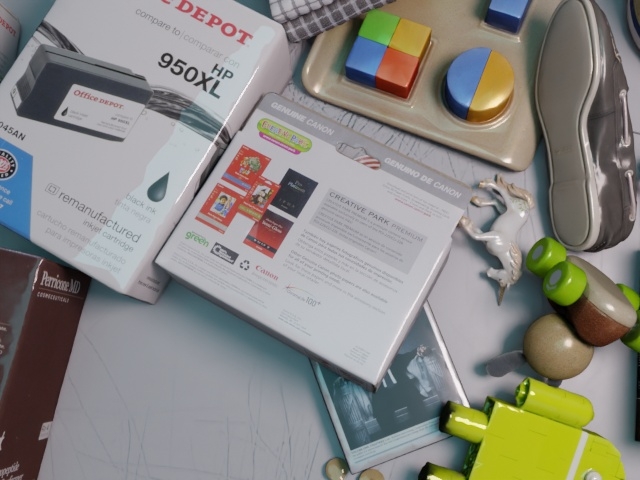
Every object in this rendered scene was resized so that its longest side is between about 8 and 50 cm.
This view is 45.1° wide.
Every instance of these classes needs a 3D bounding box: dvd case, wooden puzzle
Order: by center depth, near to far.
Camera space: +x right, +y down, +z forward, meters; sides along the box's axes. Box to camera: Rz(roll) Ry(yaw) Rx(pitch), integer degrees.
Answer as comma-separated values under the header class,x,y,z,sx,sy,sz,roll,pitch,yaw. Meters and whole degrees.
class,x,y,z,sx,sy,sz,roll,pitch,yaw
dvd case,0.082,0.165,1.029,0.179,0.029,0.238,-21,79,-3
wooden puzzle,0.187,-0.302,1.081,0.348,0.080,0.322,22,82,5

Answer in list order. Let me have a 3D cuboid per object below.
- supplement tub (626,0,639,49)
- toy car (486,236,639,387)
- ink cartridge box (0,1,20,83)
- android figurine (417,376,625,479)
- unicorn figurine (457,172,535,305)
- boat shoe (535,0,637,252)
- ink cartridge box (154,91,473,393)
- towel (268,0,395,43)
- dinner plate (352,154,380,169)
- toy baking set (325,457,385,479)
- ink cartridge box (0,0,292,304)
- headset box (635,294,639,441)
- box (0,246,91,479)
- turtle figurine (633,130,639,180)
class,x,y,z,sx,sy,sz,roll,pitch,yaw
supplement tub,0.545,-0.348,0.959,0.229,0.316,0.228,0,81,1
toy car,0.308,0.121,0.996,0.155,0.149,0.188,31,108,-13
ink cartridge box,-0.495,-0.233,1.051,0.093,0.154,0.212,6,82,4
android figurine,0.269,0.305,0.974,0.273,0.056,0.248,21,89,-1
unicorn figurine,0.240,-0.011,1.041,0.111,0.060,0.161,32,83,7
boat shoe,0.360,-0.152,1.024,0.096,0.112,0.335,-6,96,-27
ink cartridge box,0.000,0.000,0.990,0.310,0.130,0.271,28,78,11
towel,0.022,-0.436,1.057,0.235,0.121,0.283,-20,68,18
dinner plate,0.076,-0.051,1.075,0.141,0.017,0.141,0,81,1
toy baking set,0.011,0.401,0.997,0.256,0.030,0.196,-28,74,-10
ink cartridge box,-0.256,-0.157,1.025,0.286,0.166,0.394,29,82,6
headset box,0.533,0.125,0.985,0.218,0.110,0.293,6,81,3
box,-0.422,0.201,0.961,0.143,0.191,0.381,11,82,3
turtle figurine,0.524,-0.087,1.022,0.234,0.175,0.118,29,127,23
